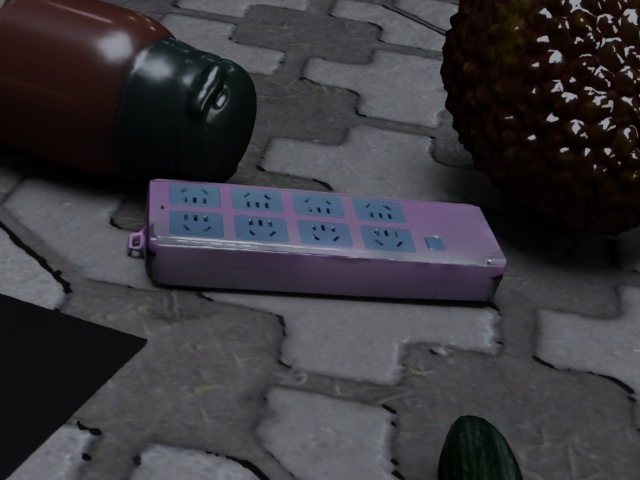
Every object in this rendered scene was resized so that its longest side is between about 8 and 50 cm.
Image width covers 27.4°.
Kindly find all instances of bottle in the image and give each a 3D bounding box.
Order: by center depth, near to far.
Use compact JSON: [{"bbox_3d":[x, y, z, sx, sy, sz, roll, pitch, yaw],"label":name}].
[{"bbox_3d":[-0.214,-0.132,1.050,0.336,0.144,0.144,19,28,17],"label":"bottle"}]

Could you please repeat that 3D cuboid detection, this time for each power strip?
[{"bbox_3d":[0.000,0.000,0.963,0.278,0.037,0.109,4,26,-9],"label":"power strip"}]

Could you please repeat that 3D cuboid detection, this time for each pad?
[{"bbox_3d":[-0.202,0.083,0.779,0.127,0.004,0.190,16,27,15],"label":"pad"}]

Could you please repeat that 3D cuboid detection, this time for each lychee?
[{"bbox_3d":[0.217,-0.124,1.070,0.236,0.236,0.271,4,52,-10],"label":"lychee"}]

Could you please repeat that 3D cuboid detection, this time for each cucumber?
[{"bbox_3d":[0.089,0.133,0.722,0.048,0.048,0.105,7,25,-3],"label":"cucumber"}]
